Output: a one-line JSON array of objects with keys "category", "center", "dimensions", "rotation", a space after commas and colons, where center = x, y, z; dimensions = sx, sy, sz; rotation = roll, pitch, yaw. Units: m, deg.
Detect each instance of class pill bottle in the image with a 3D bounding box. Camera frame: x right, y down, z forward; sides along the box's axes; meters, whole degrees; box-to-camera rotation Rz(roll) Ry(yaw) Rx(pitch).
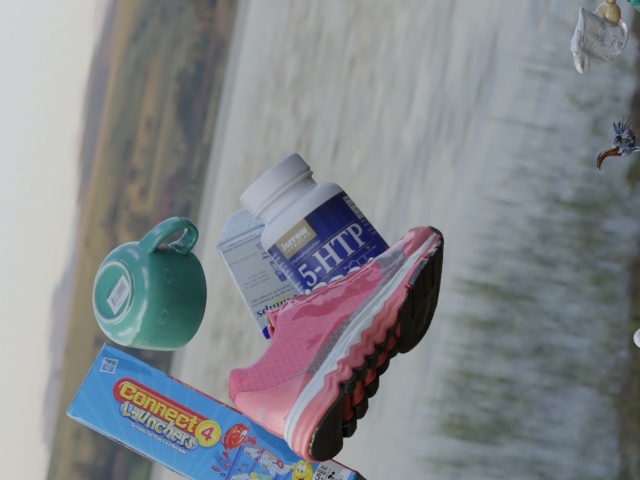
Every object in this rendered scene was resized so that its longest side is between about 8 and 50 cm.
[{"category": "pill bottle", "center": [0.000, 0.000, 1.944], "dimensions": [0.112, 0.186, 0.112], "rotation": [-39, -4, -3]}]

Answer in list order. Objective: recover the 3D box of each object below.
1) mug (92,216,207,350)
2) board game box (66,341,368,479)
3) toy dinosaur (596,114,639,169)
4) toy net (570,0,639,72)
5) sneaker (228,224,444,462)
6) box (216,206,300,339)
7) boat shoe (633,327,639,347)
[{"category": "mug", "center": [-0.214, 0.053, 2.119], "dimensions": [0.129, 0.097, 0.157], "rotation": [-9, 78, 45]}, {"category": "board game box", "center": [-0.084, 0.241, 1.889], "dimensions": [0.086, 0.302, 0.308], "rotation": [-62, -16, -9]}, {"category": "toy dinosaur", "center": [0.346, -0.114, 2.022], "dimensions": [0.047, 0.090, 0.082], "rotation": [57, -179, 15]}, {"category": "toy net", "center": [0.342, -0.266, 1.961], "dimensions": [0.045, 0.122, 0.232], "rotation": [9, 57, 51]}, {"category": "sneaker", "center": [0.019, 0.076, 1.755], "dimensions": [0.314, 0.136, 0.116], "rotation": [-50, -25, -38]}, {"category": "box", "center": [-0.063, 0.033, 2.176], "dimensions": [0.137, 0.072, 0.126], "rotation": [63, -168, -15]}, {"category": "boat shoe", "center": [0.325, 0.095, 1.547], "dimensions": [0.035, 0.100, 0.035], "rotation": [146, 134, -77]}]
